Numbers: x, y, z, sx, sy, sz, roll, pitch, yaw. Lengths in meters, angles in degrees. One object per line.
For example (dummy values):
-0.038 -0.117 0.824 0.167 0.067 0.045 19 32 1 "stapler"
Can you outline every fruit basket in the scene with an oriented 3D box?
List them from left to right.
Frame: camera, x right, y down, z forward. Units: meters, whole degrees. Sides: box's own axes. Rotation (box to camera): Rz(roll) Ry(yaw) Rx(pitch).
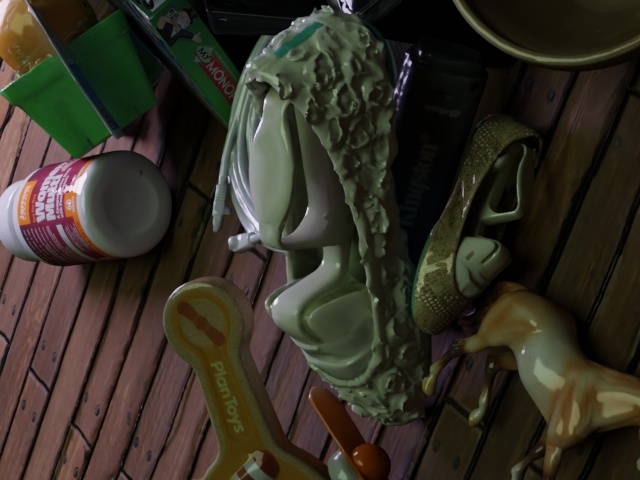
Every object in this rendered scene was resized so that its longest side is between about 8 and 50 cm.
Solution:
-0.308 -0.264 1.975 0.353 0.165 0.327 62 175 -6 "fruit basket"

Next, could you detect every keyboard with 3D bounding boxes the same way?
-0.105 -0.268 1.778 0.317 0.201 0.033 -106 23 -61 "keyboard"

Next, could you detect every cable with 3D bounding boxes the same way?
0.006 -0.106 1.763 0.257 0.089 0.257 3 84 52 "cable"

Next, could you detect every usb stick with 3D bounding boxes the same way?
0.080 -0.054 1.620 0.045 0.077 0.278 -77 2 -55 "usb stick"

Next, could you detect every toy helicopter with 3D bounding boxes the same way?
-0.043 0.198 1.682 0.235 0.140 0.355 -17 95 24 "toy helicopter"

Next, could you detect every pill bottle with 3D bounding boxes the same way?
-0.276 -0.033 2.082 0.221 0.121 0.121 -7 78 51 "pill bottle"

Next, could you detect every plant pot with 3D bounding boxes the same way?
0.221 -0.244 1.464 0.237 0.110 0.237 -5 79 24 "plant pot"

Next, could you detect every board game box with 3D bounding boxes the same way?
-0.182 -0.245 1.937 0.046 0.213 0.317 -41 45 -3 "board game box"

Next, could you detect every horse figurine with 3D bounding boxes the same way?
0.180 0.120 1.513 0.174 0.066 0.263 -54 43 25 "horse figurine"

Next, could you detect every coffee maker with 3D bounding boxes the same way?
0.101 -0.211 1.587 0.171 0.178 0.120 -61 41 24 "coffee maker"

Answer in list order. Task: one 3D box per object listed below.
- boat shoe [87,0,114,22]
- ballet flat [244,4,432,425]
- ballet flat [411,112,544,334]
-0.362 -0.364 2.260 0.341 0.110 0.121 31 108 50 "boat shoe"
0.000 0.000 1.573 0.147 0.147 0.409 27 133 51 "ballet flat"
0.139 -0.014 1.565 0.067 0.073 0.206 10 78 43 "ballet flat"
